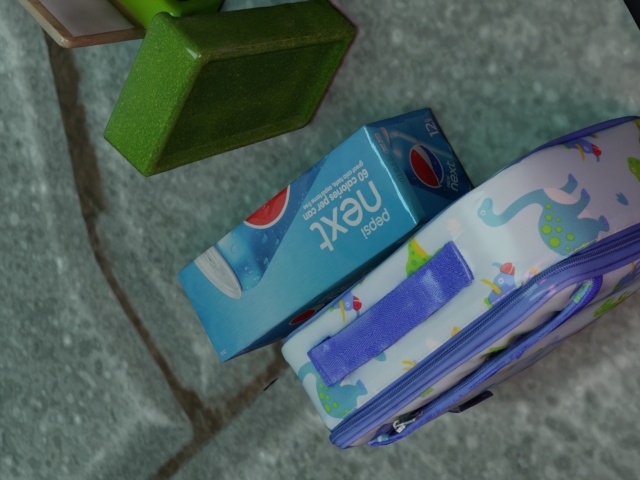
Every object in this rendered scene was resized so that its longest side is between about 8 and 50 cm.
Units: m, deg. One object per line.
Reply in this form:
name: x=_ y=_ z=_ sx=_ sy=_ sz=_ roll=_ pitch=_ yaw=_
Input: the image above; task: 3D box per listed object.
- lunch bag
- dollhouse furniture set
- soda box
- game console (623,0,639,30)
lunch bag: x=0.091 y=0.028 z=0.891 sx=0.219 sy=0.176 sz=0.090 roll=-42 pitch=74 yaw=40
dollhouse furniture set: x=-0.061 y=-0.224 z=0.970 sx=0.197 sy=0.151 sz=0.301 roll=46 pitch=128 yaw=23
soda box: x=0.000 y=0.000 z=1.040 sx=0.210 sy=0.067 sz=0.071 roll=-36 pitch=78 yaw=41
game console: x=0.334 y=-0.105 z=0.714 sx=0.386 sy=0.060 sz=0.342 roll=-30 pitch=82 yaw=44
